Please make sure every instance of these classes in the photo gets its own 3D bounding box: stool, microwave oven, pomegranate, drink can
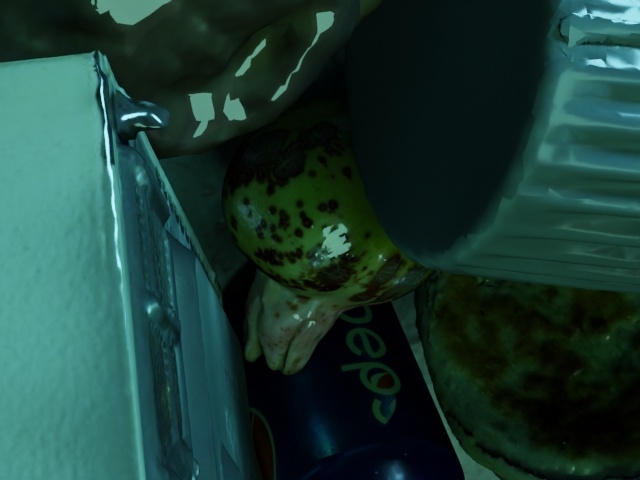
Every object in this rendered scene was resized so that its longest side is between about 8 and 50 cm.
[{"bbox_3d":[0.205,-0.108,0.677,0.330,0.297,0.297,2,131,-19],"label":"stool"},{"bbox_3d":[-0.195,0.114,0.594,0.333,0.247,0.394,-5,166,1],"label":"microwave oven"},{"bbox_3d":[0.009,-0.001,0.783,0.138,0.125,0.163,8,88,-48],"label":"pomegranate"},{"bbox_3d":[0.012,0.108,0.851,0.118,0.205,0.118,-12,135,-12],"label":"drink can"}]

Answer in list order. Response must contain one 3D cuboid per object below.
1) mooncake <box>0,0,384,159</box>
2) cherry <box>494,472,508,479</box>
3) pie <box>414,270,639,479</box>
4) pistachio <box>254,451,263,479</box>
[{"bbox_3d":[-0.118,-0.174,0.540,0.324,0.187,0.324,-14,136,-14],"label":"mooncake"},{"bbox_3d":[0.225,0.126,0.942,0.236,0.213,0.285,26,91,-5],"label":"cherry"},{"bbox_3d":[0.172,0.045,0.841,0.240,0.240,0.054,-27,156,3],"label":"pie"},{"bbox_3d":[-0.024,0.212,0.992,0.229,0.157,0.157,-27,137,-5],"label":"pistachio"}]
